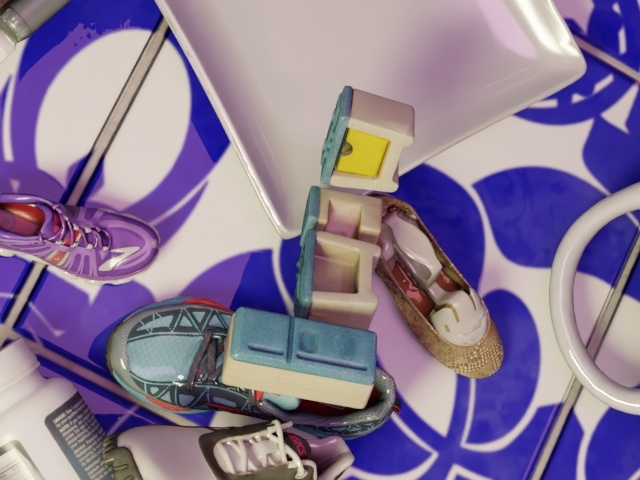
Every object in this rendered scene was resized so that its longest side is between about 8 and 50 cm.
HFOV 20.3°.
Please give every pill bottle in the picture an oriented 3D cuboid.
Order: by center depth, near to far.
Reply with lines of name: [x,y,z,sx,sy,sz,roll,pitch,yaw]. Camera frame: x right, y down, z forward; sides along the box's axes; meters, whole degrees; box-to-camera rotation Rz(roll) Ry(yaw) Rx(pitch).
pill bottle: [-0.232,0.176,1.482,0.108,0.108,0.180,-34,95,-17]

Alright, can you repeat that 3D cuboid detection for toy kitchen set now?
toy kitchen set: [0.000,0.000,1.465,0.122,0.166,0.207,10,47,-7]

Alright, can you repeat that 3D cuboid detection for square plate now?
square plate: [0.026,-0.227,1.633,0.347,0.049,0.344,-29,93,-18]

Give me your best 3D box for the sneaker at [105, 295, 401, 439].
sneaker: [-0.051,0.106,1.534,0.262,0.125,0.104,11,81,-16]

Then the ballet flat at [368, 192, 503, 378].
ballet flat: [0.101,0.043,1.617,0.073,0.067,0.206,-44,98,-17]

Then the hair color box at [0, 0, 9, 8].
hair color box: [-0.367,-0.298,1.455,0.347,0.174,0.105,24,79,-13]

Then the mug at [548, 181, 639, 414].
mug: [0.394,0.041,1.622,0.374,0.276,0.328,-12,88,15]

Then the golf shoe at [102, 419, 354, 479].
golf shoe: [-0.077,0.182,1.452,0.120,0.273,0.105,-34,68,17]

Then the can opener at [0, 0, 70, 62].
can opener: [-0.242,-0.188,1.363,0.280,0.093,0.074,-43,107,-10]

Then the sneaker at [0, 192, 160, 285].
sneaker: [-0.219,-0.003,1.523,0.170,0.071,0.068,10,82,-16]
